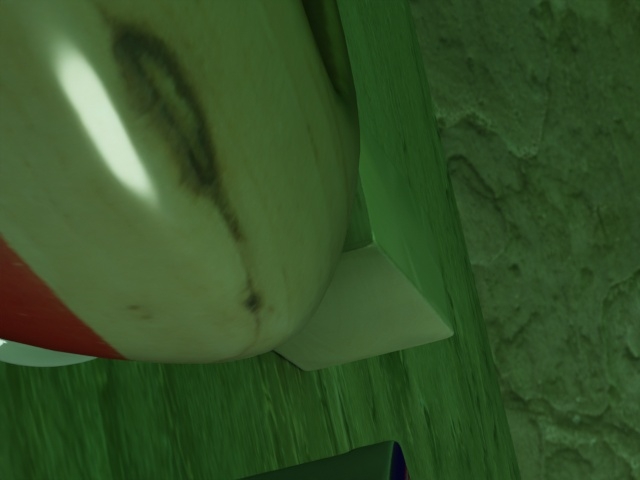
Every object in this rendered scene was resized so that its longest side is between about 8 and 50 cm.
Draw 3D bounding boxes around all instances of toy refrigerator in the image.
[{"bbox_3d":[0.000,0.000,1.113,0.269,0.102,0.094,43,34,-72],"label":"toy refrigerator"}]

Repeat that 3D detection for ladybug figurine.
[{"bbox_3d":[-0.104,-0.129,0.449,0.449,0.162,0.305,69,9,-57],"label":"ladybug figurine"}]

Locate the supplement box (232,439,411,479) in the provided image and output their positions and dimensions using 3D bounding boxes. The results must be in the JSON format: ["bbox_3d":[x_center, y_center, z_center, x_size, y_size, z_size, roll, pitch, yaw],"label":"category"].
[{"bbox_3d":[0.007,0.211,0.802,0.114,0.111,0.220,-75,150,-73],"label":"supplement box"}]

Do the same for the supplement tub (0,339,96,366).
[{"bbox_3d":[-0.095,-0.017,0.669,0.071,0.071,0.107,64,16,-52],"label":"supplement tub"}]
